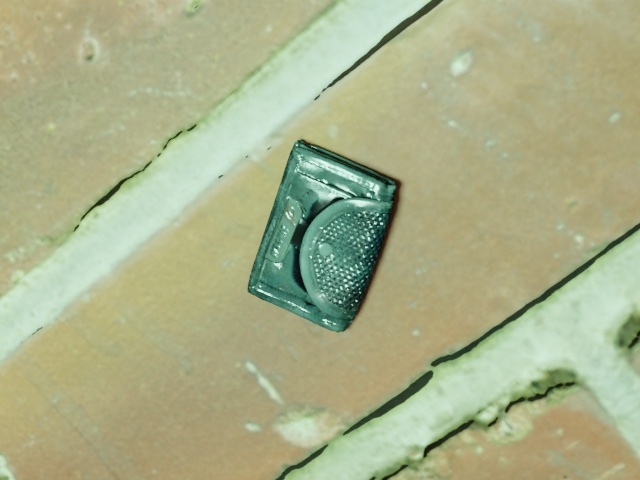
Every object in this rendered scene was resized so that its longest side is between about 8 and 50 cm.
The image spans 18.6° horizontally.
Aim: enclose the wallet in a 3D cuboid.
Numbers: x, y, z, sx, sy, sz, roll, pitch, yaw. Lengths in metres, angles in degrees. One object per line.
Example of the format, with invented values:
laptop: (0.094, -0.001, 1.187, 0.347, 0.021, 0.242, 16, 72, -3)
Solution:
wallet: (0.000, 0.000, 1.436, 0.088, 0.026, 0.129, 24, 116, 11)
